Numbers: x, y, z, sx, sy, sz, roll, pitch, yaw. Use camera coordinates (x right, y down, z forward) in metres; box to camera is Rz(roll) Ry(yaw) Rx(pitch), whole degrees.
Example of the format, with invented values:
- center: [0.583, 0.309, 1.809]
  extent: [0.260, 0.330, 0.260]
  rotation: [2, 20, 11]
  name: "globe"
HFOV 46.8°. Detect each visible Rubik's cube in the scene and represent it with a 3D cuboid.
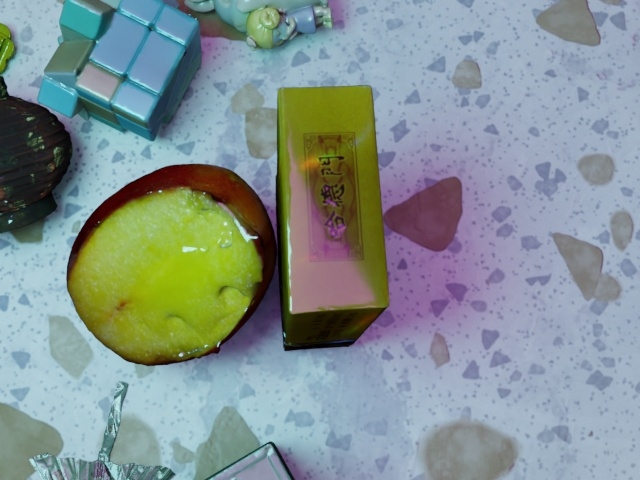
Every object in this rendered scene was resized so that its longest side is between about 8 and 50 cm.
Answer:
- center: [-0.310, -0.295, 1.147]
  extent: [0.212, 0.224, 0.265]
  rotation: [27, 80, -4]
  name: "Rubik's cube"

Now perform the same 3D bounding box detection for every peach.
- center: [-0.195, 0.032, 1.023]
  extent: [0.281, 0.338, 0.281]
  rotation: [6, 79, -30]
  name: "peach"

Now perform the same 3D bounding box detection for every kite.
- center: [-0.334, 0.341, 1.132]
  extent: [0.229, 0.012, 0.250]
  rotation: [8, 78, 2]
  name: "kite"

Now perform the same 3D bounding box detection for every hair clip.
- center: [-0.572, -0.287, 1.243]
  extent: [0.072, 0.046, 0.173]
  rotation: [26, 82, 3]
  name: "hair clip"

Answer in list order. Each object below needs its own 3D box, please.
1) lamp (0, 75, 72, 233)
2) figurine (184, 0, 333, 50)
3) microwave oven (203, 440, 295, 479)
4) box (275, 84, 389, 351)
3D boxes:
- center: [-0.501, -0.132, 1.119]
  extent: [0.246, 0.247, 0.247]
  rotation: [0, 79, 1]
  name: "lamp"
- center: [-0.108, -0.388, 1.221]
  extent: [0.235, 0.127, 0.155]
  rotation: [-15, 89, 3]
  name: "figurine"
- center: [-0.054, 0.495, 0.901]
  extent: [0.236, 0.374, 0.432]
  rotation: [-29, 78, -11]
  name: "microwave oven"
- center: [0.001, 0.000, 0.988]
  extent: [0.115, 0.415, 0.265]
  rotation: [-4, 78, -5]
  name: "box"
